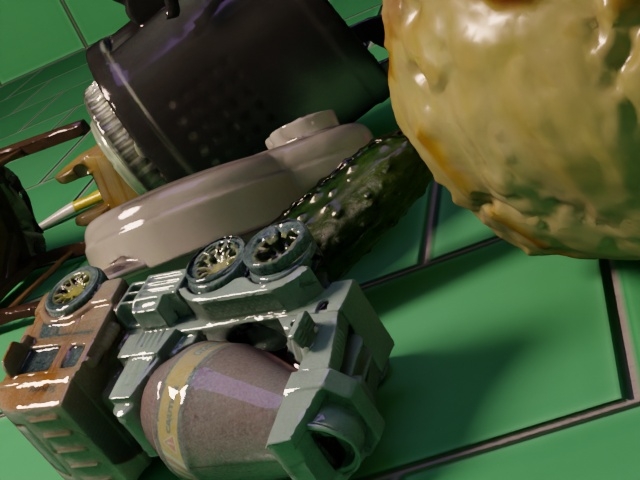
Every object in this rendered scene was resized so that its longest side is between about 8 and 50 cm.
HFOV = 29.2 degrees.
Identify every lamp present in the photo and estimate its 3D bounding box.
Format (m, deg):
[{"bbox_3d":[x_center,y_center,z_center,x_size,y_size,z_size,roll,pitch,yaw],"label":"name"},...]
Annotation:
[{"bbox_3d":[-0.070,-0.143,1.122,0.272,0.374,0.205,-55,20,15],"label":"lamp"},{"bbox_3d":[-0.062,-0.010,0.923,0.246,0.108,0.179,-27,5,-9],"label":"lamp"}]

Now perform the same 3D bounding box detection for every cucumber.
[{"bbox_3d":[0.000,0.000,0.814,0.227,0.069,0.069,-43,16,10],"label":"cucumber"}]

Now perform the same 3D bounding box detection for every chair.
[{"bbox_3d":[-0.361,0.000,1.217,0.319,0.160,0.186,-12,21,29],"label":"chair"}]

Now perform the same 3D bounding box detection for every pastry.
[{"bbox_3d":[0.211,-0.170,0.683,0.388,0.312,0.388,-20,17,7],"label":"pastry"}]

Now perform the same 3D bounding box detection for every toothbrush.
[{"bbox_3d":[-0.266,-0.050,1.426,0.288,0.024,0.021,-23,17,9],"label":"toothbrush"}]

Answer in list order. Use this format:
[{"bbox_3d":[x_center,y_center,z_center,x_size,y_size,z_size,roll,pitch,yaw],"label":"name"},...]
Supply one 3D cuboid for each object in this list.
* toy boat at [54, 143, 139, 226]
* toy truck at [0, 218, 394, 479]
[{"bbox_3d":[-0.148,-0.114,1.341,0.310,0.089,0.115,-37,22,-32],"label":"toy boat"},{"bbox_3d":[-0.072,0.083,0.705,0.257,0.108,0.140,-10,38,32],"label":"toy truck"}]
